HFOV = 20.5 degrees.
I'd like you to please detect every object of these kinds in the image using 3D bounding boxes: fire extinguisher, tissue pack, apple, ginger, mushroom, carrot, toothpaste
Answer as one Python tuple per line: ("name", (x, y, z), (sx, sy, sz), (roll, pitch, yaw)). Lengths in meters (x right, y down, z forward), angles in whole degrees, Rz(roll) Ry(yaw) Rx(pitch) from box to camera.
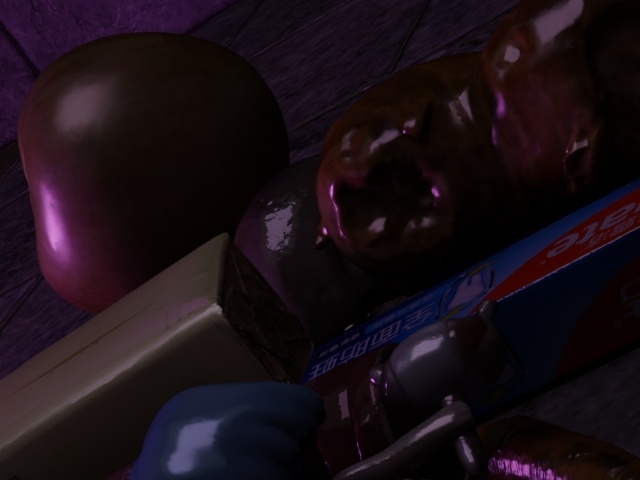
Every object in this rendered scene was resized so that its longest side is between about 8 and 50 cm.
("fire extinguisher", (-0.046, 0.152, 0.996), (0.269, 0.105, 0.105), (-28, 17, 27))
("tissue pack", (-0.127, 0.118, 1.192), (0.234, 0.125, 0.159), (-34, 15, 10))
("apple", (-0.149, -0.061, 1.582), (0.233, 0.257, 0.257), (-8, 9, -15))
("ginger", (0.173, -0.091, 1.156), (0.357, 0.152, 0.274), (-29, -3, 22))
("mushroom", (0.000, 0.000, 1.330), (0.141, 0.117, 0.188), (-37, 15, 44))
("carrot", (0.122, 0.112, 0.843), (0.042, 0.042, 0.170), (-40, 17, -15))
("toothpaste", (0.132, 0.035, 1.004), (0.320, 0.066, 0.076), (-30, 16, 22))

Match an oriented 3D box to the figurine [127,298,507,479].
("figurine", (0.024, 0.110, 0.819), (0.260, 0.103, 0.205), (8, 73, 38))
